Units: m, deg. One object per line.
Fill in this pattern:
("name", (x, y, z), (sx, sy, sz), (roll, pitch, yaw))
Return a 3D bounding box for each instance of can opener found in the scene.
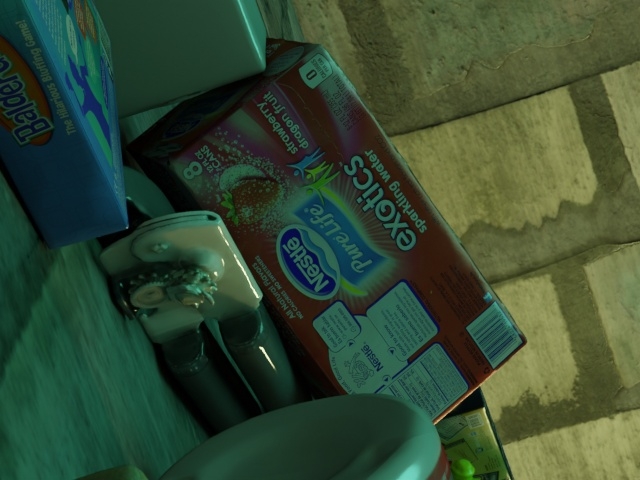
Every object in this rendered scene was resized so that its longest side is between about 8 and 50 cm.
("can opener", (-0.065, 0.047, 1.091), (0.280, 0.074, 0.093), (65, 8, -54))

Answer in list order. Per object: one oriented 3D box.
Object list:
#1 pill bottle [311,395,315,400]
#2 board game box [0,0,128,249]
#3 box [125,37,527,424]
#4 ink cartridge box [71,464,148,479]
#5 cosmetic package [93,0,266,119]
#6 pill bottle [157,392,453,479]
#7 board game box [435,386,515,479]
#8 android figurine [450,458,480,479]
("pill bottle", (0.028, 0.196, 1.252), (0.246, 0.130, 0.130), (-95, 166, -67))
("board game box", (-0.153, -0.124, 0.870), (0.160, 0.047, 0.210), (-102, 175, -46))
("box", (0.003, 0.003, 1.170), (0.257, 0.128, 0.122), (54, -11, -19))
("ink cartridge box", (-0.054, 0.224, 0.572), (0.193, 0.088, 0.235), (-98, 170, -52))
("cosmetic package", (-0.123, -0.201, 1.085), (0.085, 0.117, 0.231), (-93, 165, -65))
("pill bottle", (0.024, 0.238, 0.919), (0.161, 0.161, 0.283), (-89, 161, -74))
("board game box", (0.093, 0.222, 1.639), (0.243, 0.165, 0.042), (67, 8, -51))
("android figurine", (0.100, 0.310, 1.464), (0.248, 0.056, 0.273), (-98, -164, -56))
